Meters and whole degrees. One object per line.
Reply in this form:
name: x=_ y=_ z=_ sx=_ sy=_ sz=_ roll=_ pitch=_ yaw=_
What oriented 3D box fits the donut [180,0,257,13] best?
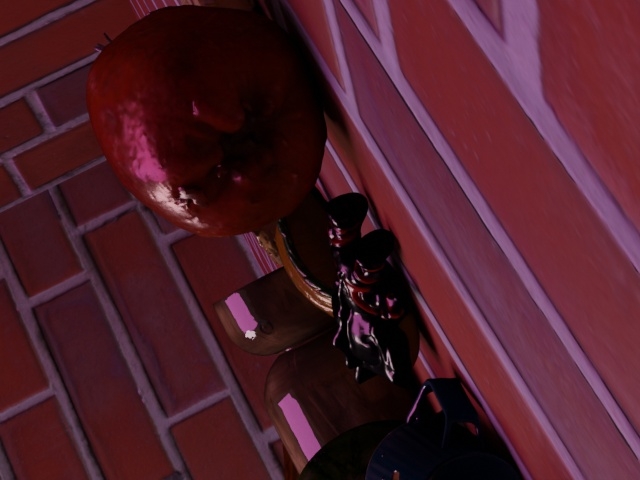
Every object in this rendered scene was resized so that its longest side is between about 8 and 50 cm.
donut: x=-0.093 y=-0.215 z=1.593 sx=0.174 sy=0.068 sz=0.174 roll=155 pitch=90 yaw=-84

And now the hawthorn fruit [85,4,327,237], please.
hawthorn fruit: x=-0.127 y=-0.132 z=1.436 sx=0.299 sy=0.211 sz=0.211 roll=33 pitch=155 yaw=44

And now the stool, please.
stool: x=0.005 y=0.155 z=1.855 sx=0.264 sy=0.179 sz=0.179 roll=63 pitch=175 yaw=1

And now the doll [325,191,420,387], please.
doll: x=0.051 y=0.063 z=1.507 sx=0.248 sy=0.088 sz=0.127 roll=82 pitch=-176 yaw=-46

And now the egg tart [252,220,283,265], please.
egg tart: x=-0.084 y=-0.080 z=2.067 sx=0.232 sy=0.098 sz=0.252 roll=59 pitch=-177 yaw=-39

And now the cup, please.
cup: x=0.122 y=0.221 z=1.429 sx=0.155 sy=0.131 sz=0.176 roll=-170 pitch=78 yaw=-78

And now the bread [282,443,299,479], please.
bread: x=0.052 y=0.361 z=2.098 sx=0.333 sy=0.143 sz=0.323 roll=-86 pitch=-20 yaw=-49

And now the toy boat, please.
toy boat: x=0.000 y=0.000 z=1.738 sx=0.229 sy=0.089 sz=0.088 roll=59 pitch=137 yaw=27

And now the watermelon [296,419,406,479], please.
watermelon: x=0.077 y=0.316 z=1.622 sx=0.242 sy=0.242 sz=0.242 roll=62 pitch=175 yaw=10
